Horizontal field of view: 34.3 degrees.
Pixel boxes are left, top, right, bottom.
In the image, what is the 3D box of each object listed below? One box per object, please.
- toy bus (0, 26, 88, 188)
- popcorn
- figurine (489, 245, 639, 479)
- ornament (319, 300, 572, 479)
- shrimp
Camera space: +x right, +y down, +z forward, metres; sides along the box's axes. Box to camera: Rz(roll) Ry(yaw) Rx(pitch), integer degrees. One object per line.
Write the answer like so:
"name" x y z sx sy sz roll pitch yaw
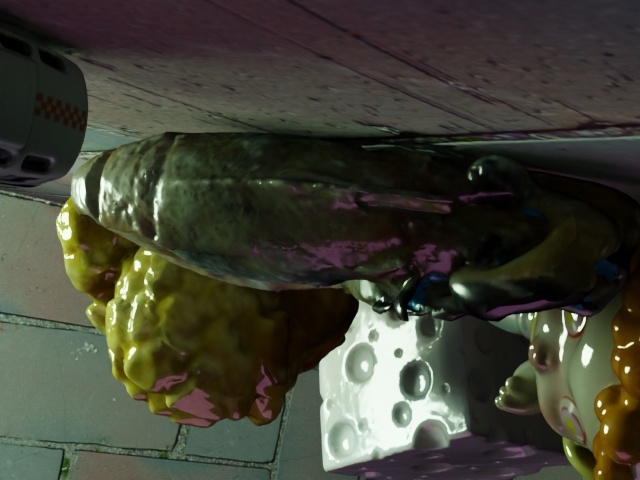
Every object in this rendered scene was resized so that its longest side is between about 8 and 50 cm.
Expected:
"toy bus" -0.188 -0.072 0.485 0.089 0.087 0.194 6 176 26
"popcorn" -0.121 0.057 1.068 0.332 0.265 0.225 33 146 -21
"figurine" 0.226 0.049 0.720 0.205 0.224 0.382 1 -154 -14
"ornament" 0.163 0.165 1.295 0.239 0.239 0.240 18 149 -39
"shrimp" 0.000 0.000 0.707 0.446 0.110 0.221 5 161 44
